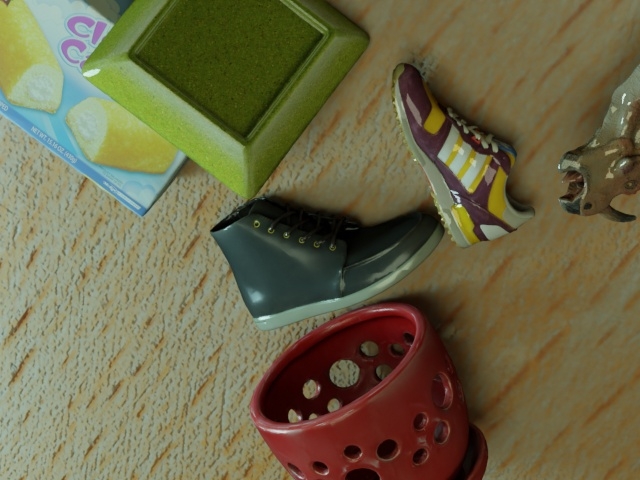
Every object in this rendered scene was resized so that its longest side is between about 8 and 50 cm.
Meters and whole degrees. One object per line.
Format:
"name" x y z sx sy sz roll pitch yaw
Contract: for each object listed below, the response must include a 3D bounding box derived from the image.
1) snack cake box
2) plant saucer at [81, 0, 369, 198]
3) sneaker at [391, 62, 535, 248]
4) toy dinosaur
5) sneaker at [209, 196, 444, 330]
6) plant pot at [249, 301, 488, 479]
"snack cake box" -0.219 -0.167 1.299 0.264 0.089 0.152 37 122 -4
"plant saucer" -0.078 -0.165 1.217 0.188 0.045 0.188 37 80 -4
"sneaker" 0.127 -0.085 1.253 0.083 0.069 0.185 -21 115 16
"toy dinosaur" 0.335 -0.123 1.120 0.295 0.127 0.200 -5 115 25
"sneaker" 0.000 0.000 1.320 0.222 0.083 0.118 -24 107 27
"plant pot" 0.053 0.181 1.337 0.191 0.191 0.174 -19 112 25
